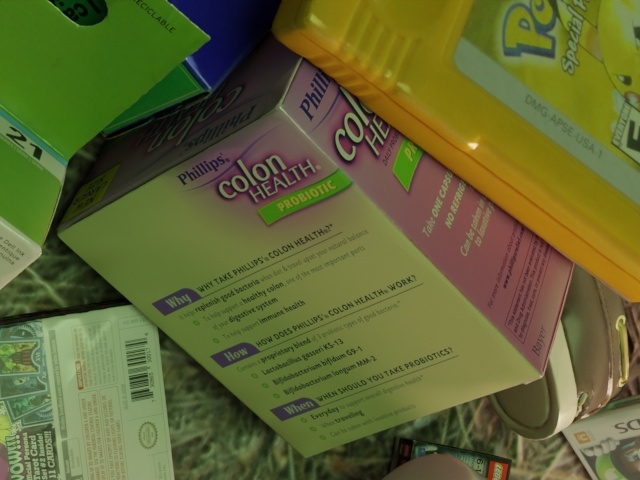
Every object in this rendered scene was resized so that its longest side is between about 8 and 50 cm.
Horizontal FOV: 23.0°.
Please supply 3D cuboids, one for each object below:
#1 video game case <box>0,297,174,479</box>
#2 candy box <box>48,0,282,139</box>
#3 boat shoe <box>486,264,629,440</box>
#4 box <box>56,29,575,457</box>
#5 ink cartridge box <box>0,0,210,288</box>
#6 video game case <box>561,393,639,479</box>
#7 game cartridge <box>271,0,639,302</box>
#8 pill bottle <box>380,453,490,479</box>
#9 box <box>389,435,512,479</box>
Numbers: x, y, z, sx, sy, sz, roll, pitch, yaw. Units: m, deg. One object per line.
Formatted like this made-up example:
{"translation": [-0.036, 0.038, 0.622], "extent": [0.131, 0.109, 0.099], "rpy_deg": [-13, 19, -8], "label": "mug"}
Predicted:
{"translation": [-0.194, 0.164, 1.006], "extent": [0.210, 0.042, 0.232], "rpy_deg": [-9, 95, -29], "label": "video game case"}
{"translation": [-0.127, -0.271, 0.965], "extent": [0.317, 0.122, 0.268], "rpy_deg": [50, 53, -19], "label": "candy box"}
{"translation": [0.164, -0.018, 1.168], "extent": [0.096, 0.116, 0.324], "rpy_deg": [-18, 103, -33], "label": "boat shoe"}
{"translation": [0.000, 0.000, 1.003], "extent": [0.243, 0.213, 0.117], "rpy_deg": [44, 45, -22], "label": "box"}
{"translation": [-0.218, -0.073, 0.873], "extent": [0.189, 0.255, 0.097], "rpy_deg": [40, 31, -24], "label": "ink cartridge box"}
{"translation": [0.304, 0.193, 1.219], "extent": [0.190, 0.173, 0.022], "rpy_deg": [56, 39, -18], "label": "video game case"}
{"translation": [0.147, -0.159, 0.971], "extent": [0.323, 0.052, 0.285], "rpy_deg": [34, 67, -31], "label": "game cartridge"}
{"translation": [0.149, 0.281, 1.101], "extent": [0.283, 0.161, 0.161], "rpy_deg": [40, 72, -26], "label": "pill bottle"}
{"translation": [0.088, 0.222, 1.174], "extent": [0.094, 0.027, 0.137], "rpy_deg": [14, 84, -30], "label": "box"}
